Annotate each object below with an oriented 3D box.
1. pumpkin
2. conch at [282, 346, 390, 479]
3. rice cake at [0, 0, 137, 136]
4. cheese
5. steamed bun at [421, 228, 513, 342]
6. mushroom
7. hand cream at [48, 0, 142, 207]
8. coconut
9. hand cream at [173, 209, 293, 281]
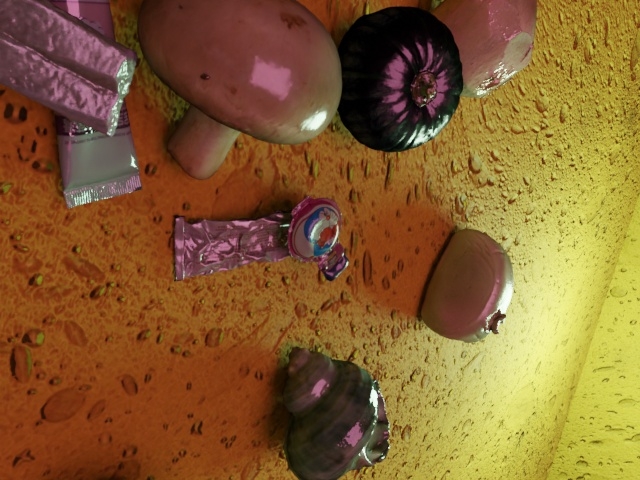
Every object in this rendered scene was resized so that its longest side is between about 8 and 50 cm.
[{"bbox_3d":[0.110,-0.221,0.681,0.202,0.140,0.202,-11,114,-25],"label":"pumpkin"},{"bbox_3d":[0.026,0.284,0.786,0.277,0.195,0.220,55,52,-16],"label":"conch"},{"bbox_3d":[-0.255,-0.166,0.373,0.226,0.040,0.085,26,101,-31],"label":"rice cake"},{"bbox_3d":[0.000,0.000,0.665,0.095,0.038,0.145,-43,133,-14],"label":"cheese"},{"bbox_3d":[0.331,0.105,1.026,0.170,0.152,0.239,27,88,-48],"label":"steamed bun"},{"bbox_3d":[-0.092,-0.155,0.496,0.207,0.207,0.215,4,135,-46],"label":"mushroom"},{"bbox_3d":[-0.221,-0.196,0.437,0.085,0.058,0.331,-31,132,-50],"label":"hand cream"},{"bbox_3d":[0.256,-0.320,0.761,0.183,0.171,0.171,-33,145,27],"label":"coconut"},{"bbox_3d":[-0.074,-0.008,0.657,0.257,0.050,0.084,-13,117,-39],"label":"hand cream"}]
